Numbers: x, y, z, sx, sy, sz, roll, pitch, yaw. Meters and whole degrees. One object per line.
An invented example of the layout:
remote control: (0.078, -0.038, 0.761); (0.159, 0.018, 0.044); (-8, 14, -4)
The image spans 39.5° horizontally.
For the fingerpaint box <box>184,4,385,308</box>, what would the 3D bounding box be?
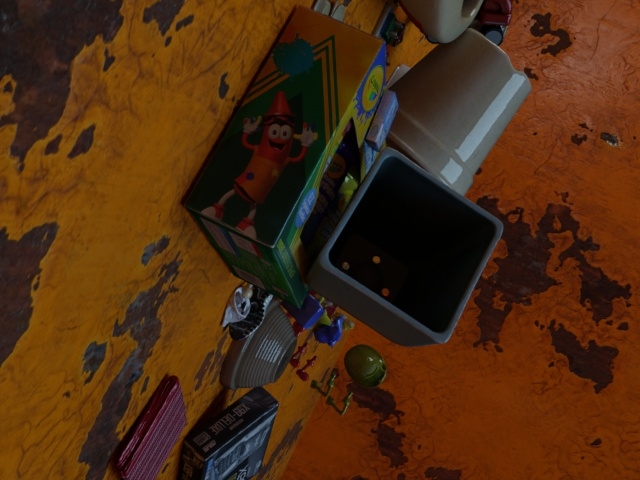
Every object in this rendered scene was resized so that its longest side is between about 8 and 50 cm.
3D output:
fingerpaint box: (-0.032, -0.116, 1.529); (0.371, 0.163, 0.445); (-62, 169, -13)

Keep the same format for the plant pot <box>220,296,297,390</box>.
plant pot: (-0.128, 0.255, 2.078); (0.237, 0.109, 0.237); (-60, 167, -23)

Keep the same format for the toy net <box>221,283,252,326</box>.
toy net: (-0.134, 0.077, 1.807); (0.232, 0.045, 0.122); (-63, 169, -3)

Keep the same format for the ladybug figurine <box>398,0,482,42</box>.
ladybug figurine: (0.251, -0.562, 1.808); (0.449, 0.161, 0.305); (-30, 137, -70)

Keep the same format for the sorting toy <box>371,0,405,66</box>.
sorting toy: (0.146, -0.438, 1.944); (0.275, 0.046, 0.132); (-65, 169, 1)

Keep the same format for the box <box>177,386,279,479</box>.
box: (-0.228, 0.515, 2.128); (0.242, 0.076, 0.307); (-32, 150, -39)

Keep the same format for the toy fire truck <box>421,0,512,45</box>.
toy fire truck: (0.352, -0.611, 2.133); (0.158, 0.217, 0.246); (-95, -169, -49)

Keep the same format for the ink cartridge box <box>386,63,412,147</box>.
ink cartridge box: (0.280, -0.290, 2.273); (0.211, 0.289, 0.121); (-58, 171, -27)

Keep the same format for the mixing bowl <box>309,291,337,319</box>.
mixing bowl: (-0.009, 0.161, 2.444); (0.181, 0.098, 0.181); (-61, 169, -21)

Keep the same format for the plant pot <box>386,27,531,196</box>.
plant pot: (0.296, -0.297, 2.013); (0.305, 0.334, 0.334); (-48, 170, 4)

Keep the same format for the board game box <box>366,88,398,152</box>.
board game box: (0.106, -0.202, 1.519); (0.090, 0.020, 0.090); (31, 81, -78)

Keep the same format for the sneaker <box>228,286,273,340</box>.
sneaker: (-0.141, 0.152, 1.904); (0.162, 0.063, 0.073); (-57, 170, -31)

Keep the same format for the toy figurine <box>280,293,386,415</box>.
toy figurine: (-0.026, 0.220, 2.145); (0.191, 0.362, 0.217); (-41, 137, -3)

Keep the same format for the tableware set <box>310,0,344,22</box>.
tableware set: (0.027, -0.416, 1.503); (0.141, 0.020, 0.168); (-67, 168, 3)

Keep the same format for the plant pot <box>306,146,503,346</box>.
plant pot: (0.118, 0.036, 1.554); (0.247, 0.247, 0.252); (-59, -174, -22)

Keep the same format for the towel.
towel: (-0.316, 0.380, 1.691); (0.199, 0.031, 0.275); (-61, 171, -27)
